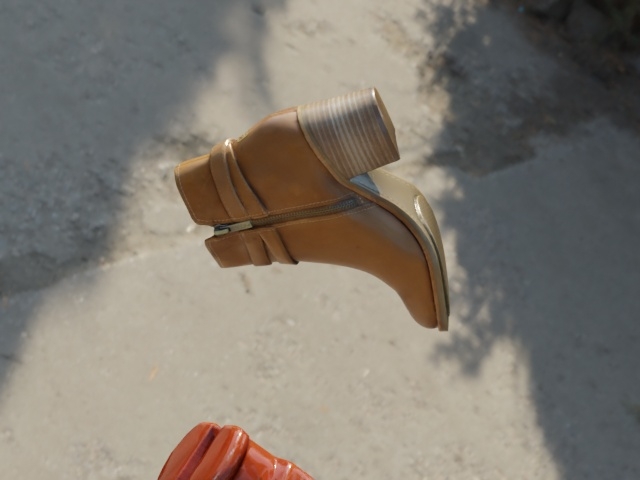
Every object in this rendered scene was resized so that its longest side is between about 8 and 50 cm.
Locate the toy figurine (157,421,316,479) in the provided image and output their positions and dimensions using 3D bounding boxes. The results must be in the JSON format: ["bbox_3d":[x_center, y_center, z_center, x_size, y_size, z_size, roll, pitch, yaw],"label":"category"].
[{"bbox_3d":[-0.049,0.204,0.462,0.148,0.213,0.210,43,20,-22],"label":"toy figurine"}]

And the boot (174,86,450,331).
[{"bbox_3d":[0.000,0.000,1.207,0.109,0.220,0.283,-91,158,-56],"label":"boot"}]
